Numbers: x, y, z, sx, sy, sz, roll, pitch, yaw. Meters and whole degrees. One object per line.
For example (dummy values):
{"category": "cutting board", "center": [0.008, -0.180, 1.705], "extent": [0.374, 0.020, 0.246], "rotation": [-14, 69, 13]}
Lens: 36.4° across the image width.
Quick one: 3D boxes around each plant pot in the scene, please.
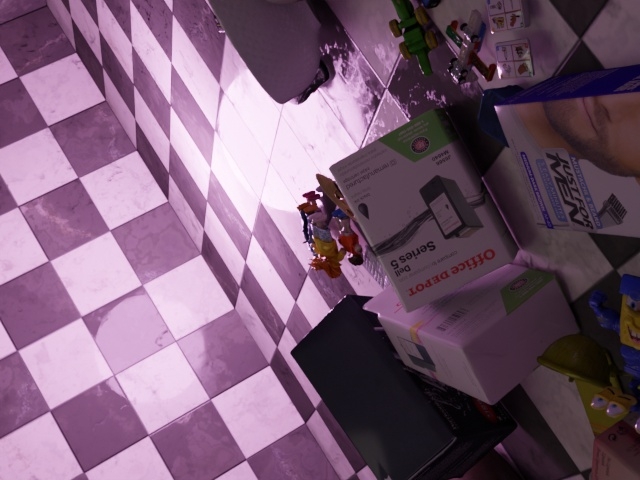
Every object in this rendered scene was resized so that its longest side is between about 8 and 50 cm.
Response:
{"category": "plant pot", "center": [0.341, 0.535, 2.040], "extent": [0.215, 0.215, 0.230], "rotation": [87, 164, -52]}

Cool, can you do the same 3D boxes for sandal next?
{"category": "sandal", "center": [-0.027, -0.327, 1.996], "extent": [0.067, 0.040, 0.179], "rotation": [58, 147, -8]}

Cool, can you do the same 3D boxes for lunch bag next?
{"category": "lunch bag", "center": [0.277, -0.175, 1.366], "extent": [0.098, 0.065, 0.067], "rotation": [45, 140, 42]}

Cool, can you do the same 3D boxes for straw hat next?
{"category": "straw hat", "center": [0.061, -0.107, 2.031], "extent": [0.144, 0.061, 0.144], "rotation": [44, 170, 10]}

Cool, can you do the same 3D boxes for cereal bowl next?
{"category": "cereal bowl", "center": [-0.096, -0.427, 1.775], "extent": [0.339, 0.141, 0.339], "rotation": [60, -171, -16]}

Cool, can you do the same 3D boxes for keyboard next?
{"category": "keyboard", "center": [0.169, 0.115, 2.140], "extent": [0.256, 0.014, 0.072], "rotation": [50, 158, 30]}

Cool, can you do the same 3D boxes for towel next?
{"category": "towel", "center": [0.468, 0.274, 1.580], "extent": [0.102, 0.021, 0.237], "rotation": [5, 121, 62]}

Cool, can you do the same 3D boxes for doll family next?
{"category": "doll family", "center": [0.000, 0.000, 2.240], "extent": [0.263, 0.118, 0.163], "rotation": [34, 145, 60]}

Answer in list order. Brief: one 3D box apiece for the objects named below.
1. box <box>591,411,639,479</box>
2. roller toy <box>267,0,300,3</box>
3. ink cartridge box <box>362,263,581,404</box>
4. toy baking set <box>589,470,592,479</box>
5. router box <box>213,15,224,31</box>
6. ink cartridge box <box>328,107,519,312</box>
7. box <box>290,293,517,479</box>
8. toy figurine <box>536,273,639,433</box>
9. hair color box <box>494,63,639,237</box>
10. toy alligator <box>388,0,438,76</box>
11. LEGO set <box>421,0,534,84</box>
{"category": "box", "center": [0.518, 0.370, 1.408], "extent": [0.232, 0.127, 0.148], "rotation": [43, 152, 45]}
{"category": "roller toy", "center": [-0.052, -0.484, 1.577], "extent": [0.191, 0.209, 0.146], "rotation": [24, 172, -18]}
{"category": "ink cartridge box", "center": [0.243, 0.134, 1.663], "extent": [0.119, 0.207, 0.353], "rotation": [60, 163, -19]}
{"category": "toy baking set", "center": [0.540, 0.485, 1.669], "extent": [0.197, 0.030, 0.256], "rotation": [22, 137, 62]}
{"category": "router box", "center": [-0.160, -0.470, 2.041], "extent": [0.122, 0.092, 0.038], "rotation": [23, 138, 61]}
{"category": "ink cartridge box", "center": [0.170, -0.049, 1.580], "extent": [0.273, 0.198, 0.115], "rotation": [61, -163, 0]}
{"category": "box", "center": [0.167, 0.291, 1.898], "extent": [0.343, 0.179, 0.312], "rotation": [52, -158, 24]}
{"category": "toy figurine", "center": [0.453, 0.118, 1.296], "extent": [0.362, 0.191, 0.217], "rotation": [-153, 69, -71]}
{"category": "hair color box", "center": [0.366, -0.107, 1.166], "extent": [0.339, 0.110, 0.185], "rotation": [7, 123, 65]}
{"category": "toy alligator", "center": [0.136, -0.347, 1.516], "extent": [0.190, 0.056, 0.051], "rotation": [65, -158, -11]}
{"category": "LEGO set", "center": [0.227, -0.314, 1.366], "extent": [0.244, 0.060, 0.182], "rotation": [11, 115, 65]}
